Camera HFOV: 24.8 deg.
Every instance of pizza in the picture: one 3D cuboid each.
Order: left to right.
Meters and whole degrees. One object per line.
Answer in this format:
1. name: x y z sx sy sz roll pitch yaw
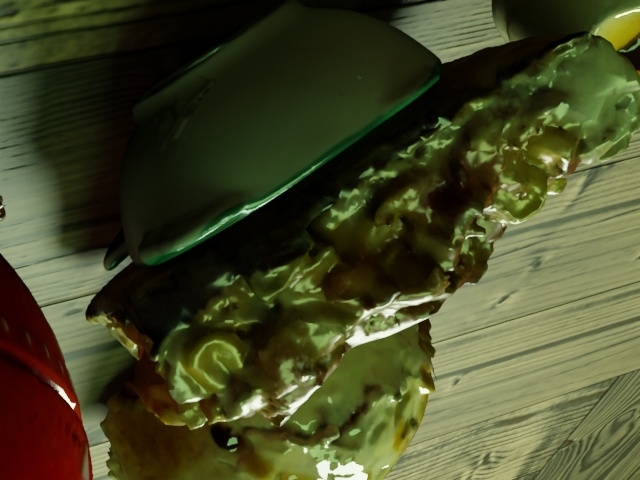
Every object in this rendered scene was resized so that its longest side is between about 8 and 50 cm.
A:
1. pizza: 0.000 0.000 0.830 0.409 0.114 0.277 -31 -165 31

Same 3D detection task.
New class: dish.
1. dish: -0.048 -0.066 0.786 0.246 0.078 0.224 -26 -167 43

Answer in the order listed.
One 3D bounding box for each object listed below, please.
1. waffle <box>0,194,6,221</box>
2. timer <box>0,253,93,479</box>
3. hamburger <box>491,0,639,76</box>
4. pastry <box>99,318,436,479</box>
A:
1. waffle: -0.217 -0.017 0.805 0.083 0.029 0.075 -34 150 22
2. timer: -0.301 0.132 0.701 0.378 0.279 0.378 -14 150 -9
3. hamburger: 0.201 -0.160 0.865 0.210 0.116 0.173 -6 155 -45
4. pastry: -0.025 0.150 1.140 0.237 0.170 0.256 4 145 -43
